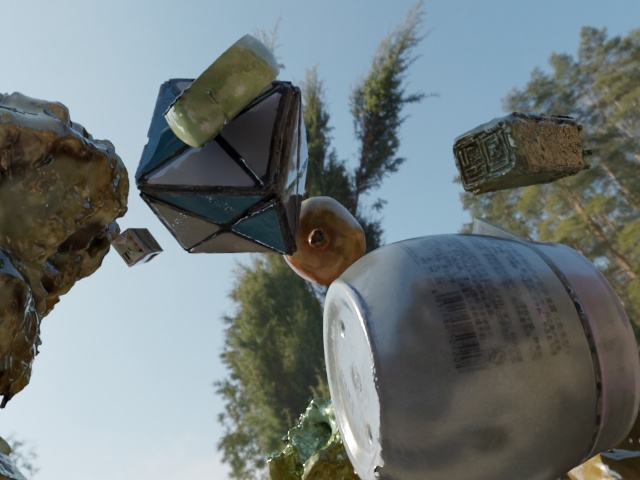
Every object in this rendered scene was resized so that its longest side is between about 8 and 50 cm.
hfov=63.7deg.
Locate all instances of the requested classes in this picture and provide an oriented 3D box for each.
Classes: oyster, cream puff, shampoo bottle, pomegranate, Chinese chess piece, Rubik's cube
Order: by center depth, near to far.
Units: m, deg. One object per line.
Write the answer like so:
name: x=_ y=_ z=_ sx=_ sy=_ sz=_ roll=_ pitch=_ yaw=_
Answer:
oyster: x=-0.225 y=-0.035 z=0.411 sx=0.107 sy=0.354 sz=0.201 roll=-19 pitch=-62 yaw=5
shampoo bottle: x=0.152 y=0.128 z=0.548 sx=0.266 sy=0.273 sz=0.273 roll=-5 pitch=-34 yaw=-10
cream puff: x=0.030 y=0.376 z=0.861 sx=0.221 sy=0.194 sz=0.195 roll=-47 pitch=-7 yaw=-47
Chinese chess piece: x=-0.178 y=-0.264 z=0.932 sx=0.237 sy=0.238 sz=0.092 roll=-36 pitch=-71 yaw=20
Rubik's cube: x=-0.198 y=-0.156 z=1.161 sx=0.306 sy=0.310 sz=0.305 roll=4 pitch=-23 yaw=5
pomegranate: x=0.000 y=0.000 z=1.437 sx=0.229 sy=0.252 sz=0.270 roll=-35 pitch=-10 yaw=6

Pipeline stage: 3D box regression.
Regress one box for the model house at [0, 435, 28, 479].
model house: x=-0.518 y=0.335 z=0.681 sx=0.193 sy=0.234 sz=0.175 roll=-48 pitch=-45 yaw=-23

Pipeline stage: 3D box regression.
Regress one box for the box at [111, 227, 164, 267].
box: x=-0.278 y=0.009 z=0.788 sx=0.036 sy=0.051 sz=0.117 roll=-36 pitch=6 yaw=-3

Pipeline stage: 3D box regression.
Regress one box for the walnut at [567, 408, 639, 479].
walnut: x=0.444 y=0.281 z=0.590 sx=0.332 sy=0.333 sz=0.333 roll=-16 pitch=-31 yaw=-10

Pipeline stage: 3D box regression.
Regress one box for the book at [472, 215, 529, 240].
book: x=0.539 y=0.079 z=1.585 sx=0.025 sy=0.191 sz=0.269 roll=-22 pitch=-54 yaw=-27

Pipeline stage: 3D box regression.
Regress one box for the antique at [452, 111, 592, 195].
antique: x=0.424 y=-0.178 z=1.038 sx=0.284 sy=0.125 sz=0.150 roll=-9 pitch=-7 yaw=-30
